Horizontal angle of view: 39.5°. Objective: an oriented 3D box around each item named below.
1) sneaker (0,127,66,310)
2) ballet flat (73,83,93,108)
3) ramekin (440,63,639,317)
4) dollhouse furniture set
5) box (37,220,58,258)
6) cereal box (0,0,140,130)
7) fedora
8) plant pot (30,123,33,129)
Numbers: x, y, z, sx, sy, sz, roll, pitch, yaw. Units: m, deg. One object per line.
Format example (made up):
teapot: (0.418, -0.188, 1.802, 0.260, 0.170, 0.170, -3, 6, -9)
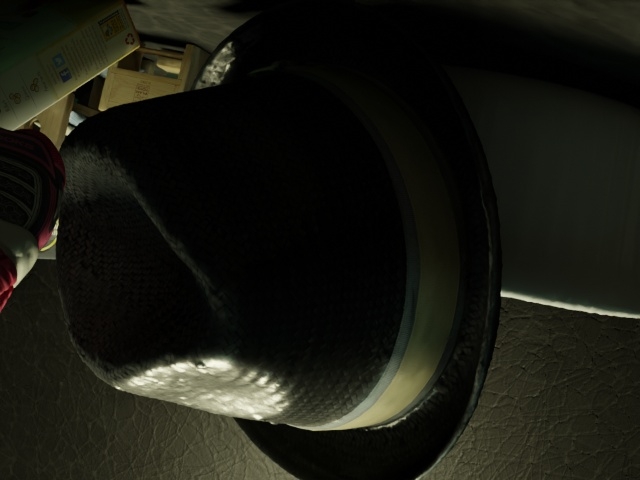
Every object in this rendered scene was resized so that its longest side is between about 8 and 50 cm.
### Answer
sneaker: (-0.287, -0.043, 0.482, 0.299, 0.112, 0.121, 21, 139, 2)
ballet flat: (-0.354, -0.192, 1.410, 0.096, 0.095, 0.280, 24, 170, 2)
ramekin: (0.116, -0.039, 0.655, 0.277, 0.135, 0.277, 12, -177, -1)
dollhouse furniture set: (-0.186, -0.124, 0.871, 0.184, 0.129, 0.129, 14, 180, 21)
box: (-0.424, -0.060, 1.328, 0.395, 0.097, 0.318, 5, -162, -44)
cereal box: (-0.274, -0.112, 0.655, 0.173, 0.047, 0.240, 14, -136, 37)
fedora: (-0.059, 0.007, 0.518, 0.153, 0.334, 0.334, -5, -169, -35)
plant pot: (-0.582, -0.157, 1.545, 0.205, 0.188, 0.205, -11, -173, 1)
